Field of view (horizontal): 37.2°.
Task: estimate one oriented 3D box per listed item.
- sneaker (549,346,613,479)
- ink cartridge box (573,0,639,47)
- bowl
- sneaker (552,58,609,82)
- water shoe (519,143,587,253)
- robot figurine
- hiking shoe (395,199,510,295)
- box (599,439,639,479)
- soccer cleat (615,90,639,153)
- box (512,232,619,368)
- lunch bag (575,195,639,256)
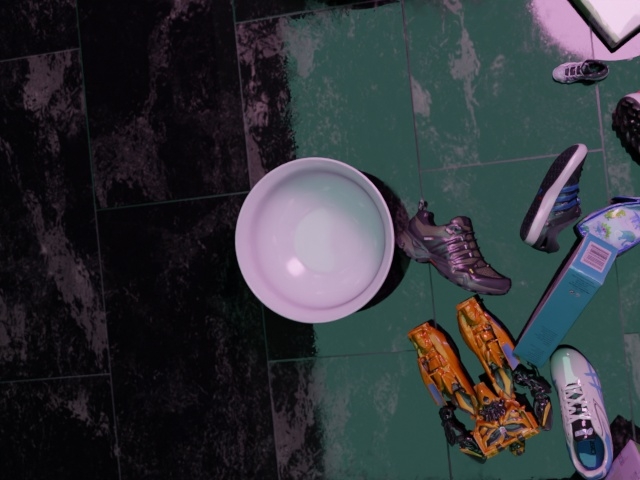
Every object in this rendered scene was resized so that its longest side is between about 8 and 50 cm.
[{"bbox_3d":[0.462,0.304,1.676,0.085,0.086,0.237,-16,85,14],"label":"sneaker"},{"bbox_3d":[0.560,-0.481,1.673,0.235,0.056,0.171,-38,82,7],"label":"ink cartridge box"},{"bbox_3d":[0.000,0.000,1.759,0.297,0.134,0.298,0,90,12],"label":"bowl"},{"bbox_3d":[0.463,-0.305,1.687,0.098,0.069,0.038,-5,88,13],"label":"sneaker"},{"bbox_3d":[0.434,-0.074,1.703,0.080,0.073,0.203,26,100,-10],"label":"water shoe"},{"bbox_3d":[0.287,0.261,1.716,0.211,0.085,0.291,-31,83,12],"label":"robot figurine"},{"bbox_3d":[0.253,0.016,1.725,0.227,0.086,0.114,29,99,12],"label":"hiking shoe"},{"bbox_3d":[0.511,0.480,1.573,0.126,0.262,0.231,35,98,11],"label":"box"},{"bbox_3d":[0.631,-0.129,1.608,0.116,0.109,0.318,-22,70,-16],"label":"soccer cleat"},{"bbox_3d":[0.413,0.106,1.613,0.060,0.100,0.244,31,138,11],"label":"box"},{"bbox_3d":[0.524,-0.029,1.641,0.151,0.129,0.096,-27,84,12],"label":"lunch bag"}]
